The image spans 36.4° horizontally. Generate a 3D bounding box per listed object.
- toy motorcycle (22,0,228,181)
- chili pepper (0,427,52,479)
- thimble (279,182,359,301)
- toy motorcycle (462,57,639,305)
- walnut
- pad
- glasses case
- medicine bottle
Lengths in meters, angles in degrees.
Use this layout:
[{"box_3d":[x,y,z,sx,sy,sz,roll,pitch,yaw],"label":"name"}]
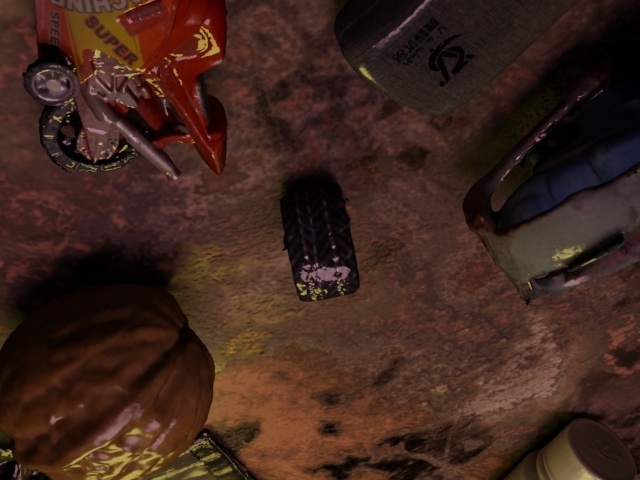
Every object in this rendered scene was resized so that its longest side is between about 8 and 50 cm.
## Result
[{"box_3d":[-0.131,-0.160,0.706,0.171,0.089,0.298,-6,138,-15],"label":"toy motorcycle"},{"box_3d":[-0.382,0.238,1.026,0.116,0.148,0.264,-2,146,24],"label":"chili pepper"},{"box_3d":[0.000,0.001,0.916,0.066,0.104,0.095,-12,135,4],"label":"thimble"},{"box_3d":[0.288,-0.051,0.855,0.182,0.241,0.319,35,131,-21],"label":"toy motorcycle"},{"box_3d":[-0.211,0.143,0.935,0.213,0.213,0.213,-10,138,-9],"label":"walnut"},{"box_3d":[-0.175,0.335,1.278,0.174,0.022,0.233,-23,137,7],"label":"pad"},{"box_3d":[0.157,-0.233,0.740,0.131,0.074,0.323,23,124,-40],"label":"glasses case"},{"box_3d":[0.341,0.372,1.417,0.139,0.139,0.237,11,130,-30],"label":"medicine bottle"}]
